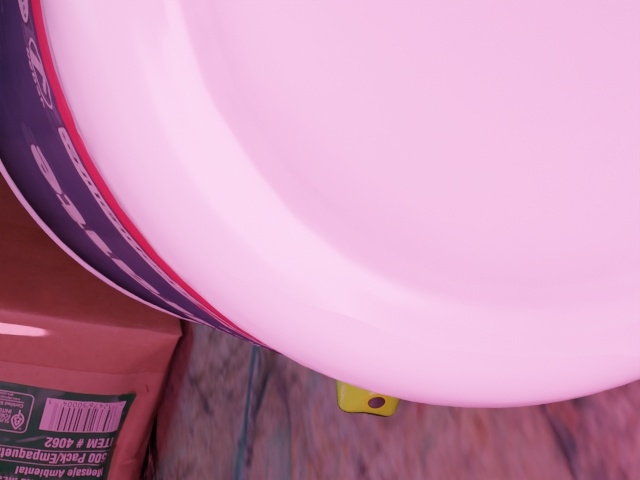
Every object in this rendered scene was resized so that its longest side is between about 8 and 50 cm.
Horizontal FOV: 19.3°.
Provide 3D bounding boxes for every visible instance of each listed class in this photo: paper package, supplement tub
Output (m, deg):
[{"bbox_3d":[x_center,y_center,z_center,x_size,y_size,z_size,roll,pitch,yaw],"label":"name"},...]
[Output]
[{"bbox_3d":[-0.269,0.028,1.151,0.309,0.324,0.168,-107,31,-58],"label":"paper package"},{"bbox_3d":[0.007,-0.065,0.488,0.272,0.191,0.191,-172,91,-74],"label":"supplement tub"}]

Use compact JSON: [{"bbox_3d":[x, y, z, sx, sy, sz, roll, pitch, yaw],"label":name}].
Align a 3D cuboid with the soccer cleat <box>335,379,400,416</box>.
[{"bbox_3d":[0.000,0.000,0.721,0.179,0.060,0.072,-116,37,-59],"label":"soccer cleat"}]
